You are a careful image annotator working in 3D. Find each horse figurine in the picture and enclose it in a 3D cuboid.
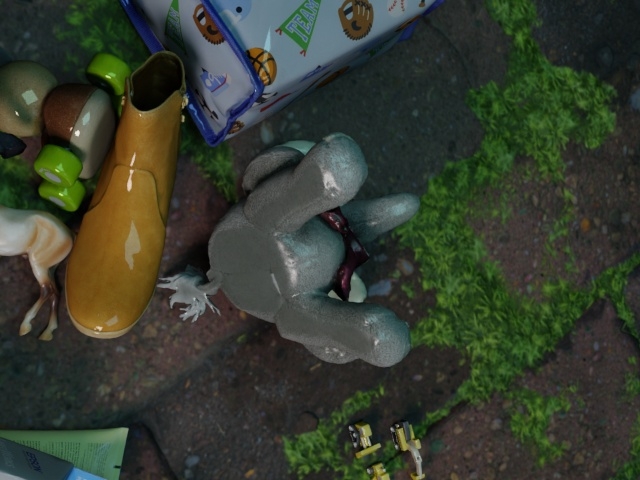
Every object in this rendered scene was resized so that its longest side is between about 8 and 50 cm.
[{"bbox_3d":[-0.355,0.016,1.855,0.263,0.066,0.174,16,85,-27],"label":"horse figurine"}]

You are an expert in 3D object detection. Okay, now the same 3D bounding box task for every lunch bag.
[{"bbox_3d":[-0.080,-0.367,1.942,0.328,0.239,0.385,-30,86,-27],"label":"lunch bag"}]

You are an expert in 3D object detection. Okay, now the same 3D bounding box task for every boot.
[{"bbox_3d":[-0.213,-0.059,1.805,0.104,0.211,0.295,12,44,-2],"label":"boot"}]

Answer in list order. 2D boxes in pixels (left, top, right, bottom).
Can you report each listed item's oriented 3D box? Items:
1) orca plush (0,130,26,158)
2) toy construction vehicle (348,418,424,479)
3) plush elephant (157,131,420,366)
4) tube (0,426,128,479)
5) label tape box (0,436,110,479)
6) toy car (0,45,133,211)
[{"bbox_3d":[-0.433,-0.192,1.800,0.287,0.102,0.151,43,58,2],"label":"orca plush"},{"bbox_3d":[0.089,0.272,2.108,0.086,0.035,0.098,-16,95,-29],"label":"toy construction vehicle"},{"bbox_3d":[0.000,0.000,1.962,0.255,0.330,0.272,-33,106,-50],"label":"plush elephant"},{"bbox_3d":[-0.335,0.251,1.862,0.240,0.070,0.062,8,46,-31],"label":"tube"},{"bbox_3d":[-0.399,0.332,1.747,0.347,0.115,0.249,26,96,-24],"label":"label tape box"},{"bbox_3d":[-0.330,-0.151,1.866,0.188,0.149,0.155,24,70,3],"label":"toy car"}]
